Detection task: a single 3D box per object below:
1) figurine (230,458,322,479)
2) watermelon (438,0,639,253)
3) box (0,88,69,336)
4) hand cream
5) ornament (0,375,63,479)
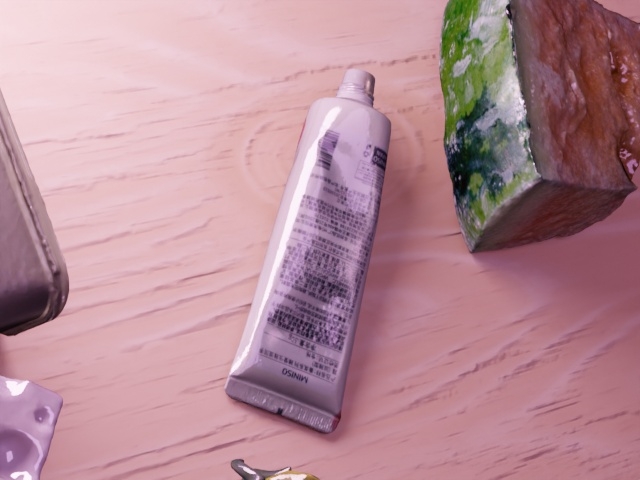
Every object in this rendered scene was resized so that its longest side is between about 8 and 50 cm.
[{"bbox_3d":[0.037,0.329,1.561,0.382,0.186,0.261,39,40,20],"label":"figurine"},{"bbox_3d":[0.211,-0.124,1.959,0.302,0.151,0.264,17,62,-50],"label":"watermelon"},{"bbox_3d":[-0.328,-0.038,1.522,0.178,0.138,0.274,-21,88,-41],"label":"box"},{"bbox_3d":[0.000,0.000,1.811,0.124,0.078,0.341,24,71,-29],"label":"hand cream"},{"bbox_3d":[-0.362,0.192,1.364,0.239,0.240,0.240,27,61,-27],"label":"ornament"}]
